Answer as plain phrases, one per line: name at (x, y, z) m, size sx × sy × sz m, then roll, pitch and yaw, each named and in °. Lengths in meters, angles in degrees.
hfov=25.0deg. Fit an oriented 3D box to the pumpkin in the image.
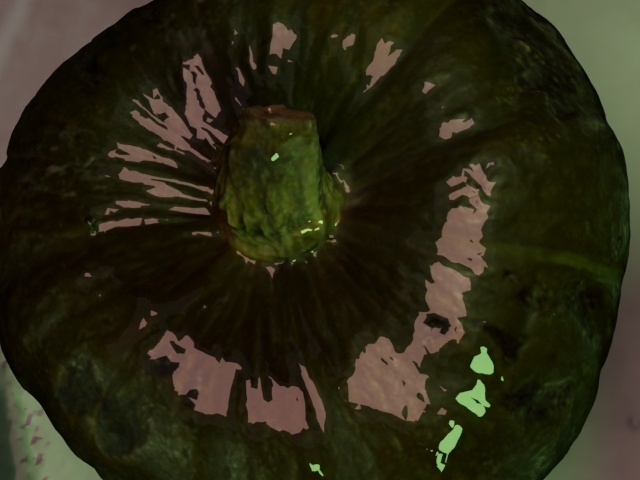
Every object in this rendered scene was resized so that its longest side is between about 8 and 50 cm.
pumpkin at (0.000, 0.000, 0.475) m, size 0.218 × 0.162 × 0.219 m, roll -3°, pitch 73°, yaw 10°
